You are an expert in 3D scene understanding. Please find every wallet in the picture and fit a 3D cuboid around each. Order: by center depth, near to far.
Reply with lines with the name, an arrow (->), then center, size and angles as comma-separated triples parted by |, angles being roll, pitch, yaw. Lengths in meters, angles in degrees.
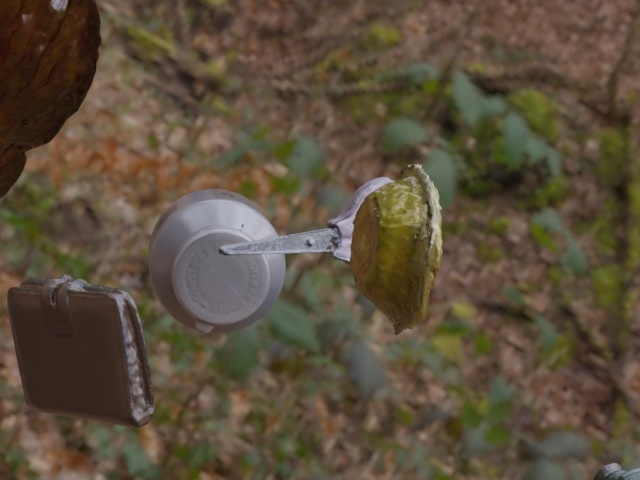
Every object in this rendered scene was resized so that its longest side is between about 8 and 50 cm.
wallet -> -0.191, 0.086, 1.329 | 0.038, 0.118, 0.152 | -18, 16, -41

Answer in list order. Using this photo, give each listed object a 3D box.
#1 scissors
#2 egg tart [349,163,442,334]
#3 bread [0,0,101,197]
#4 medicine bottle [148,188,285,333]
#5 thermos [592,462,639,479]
scissors -> 0.000, 0.000, 1.422 | 0.189, 0.100, 0.015 | -5, -1, -28
egg tart -> 0.044, 0.004, 1.009 | 0.039, 0.105, 0.105 | 8, 15, -15
bread -> -0.237, -0.121, 0.857 | 0.232, 0.247, 0.135 | 7, 42, -36
medicine bottle -> -0.104, 0.023, 1.669 | 0.135, 0.135, 0.215 | 28, 4, -9
thermos -> 0.288, 0.252, 1.409 | 0.083, 0.073, 0.188 | 11, 20, -31
